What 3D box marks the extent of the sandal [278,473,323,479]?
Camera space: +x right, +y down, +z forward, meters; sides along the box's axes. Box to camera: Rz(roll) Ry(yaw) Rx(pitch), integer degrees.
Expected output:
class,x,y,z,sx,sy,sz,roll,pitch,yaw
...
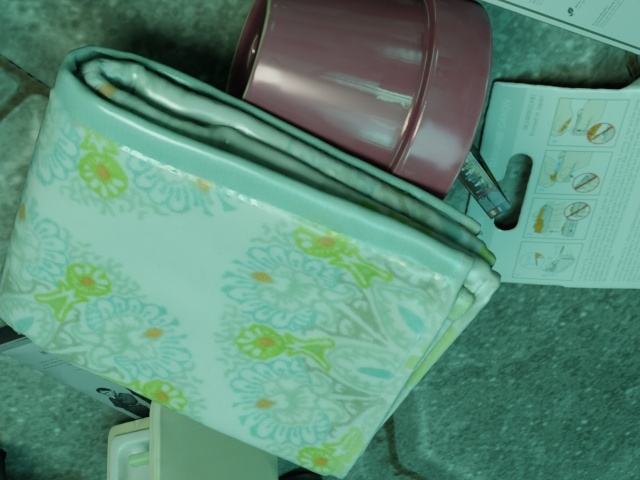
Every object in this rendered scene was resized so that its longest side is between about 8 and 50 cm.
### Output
class,x,y,z,sx,sy,sz,roll,pitch,yaw
sandal,-0.081,0.413,1.572,0.254,0.054,0.097,-42,136,22

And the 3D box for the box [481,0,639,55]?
class,x,y,z,sx,sy,sz,roll,pitch,yaw
box,0.239,-0.269,0.957,0.290,0.087,0.169,9,131,-32

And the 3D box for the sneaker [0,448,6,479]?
class,x,y,z,sx,sy,sz,roll,pitch,yaw
sneaker,-0.448,0.300,1.232,0.483,0.185,0.202,28,101,-45

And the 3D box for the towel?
class,x,y,z,sx,sy,sz,roll,pitch,yaw
towel,-0.079,0.038,0.945,0.374,0.090,0.320,26,131,-4

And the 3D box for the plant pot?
class,x,y,z,sx,sy,sz,roll,pitch,yaw
plant pot,0.021,-0.130,0.945,0.180,0.201,0.201,14,129,-15

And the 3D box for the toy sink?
class,x,y,z,sx,sy,sz,roll,pitch,yaw
toy sink,-0.163,0.285,1.286,0.131,0.152,0.234,-17,152,26

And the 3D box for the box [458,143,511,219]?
class,x,y,z,sx,sy,sz,roll,pitch,yaw
box,0.134,-0.091,1.097,0.027,0.094,0.137,-33,139,12

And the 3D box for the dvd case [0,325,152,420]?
class,x,y,z,sx,sy,sz,roll,pitch,yaw
dvd case,-0.196,0.129,1.193,0.179,0.029,0.239,-18,144,27

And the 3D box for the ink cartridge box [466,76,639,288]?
class,x,y,z,sx,sy,sz,roll,pitch,yaw
ink cartridge box,0.355,-0.076,1.248,0.385,0.091,0.308,2,137,-2
